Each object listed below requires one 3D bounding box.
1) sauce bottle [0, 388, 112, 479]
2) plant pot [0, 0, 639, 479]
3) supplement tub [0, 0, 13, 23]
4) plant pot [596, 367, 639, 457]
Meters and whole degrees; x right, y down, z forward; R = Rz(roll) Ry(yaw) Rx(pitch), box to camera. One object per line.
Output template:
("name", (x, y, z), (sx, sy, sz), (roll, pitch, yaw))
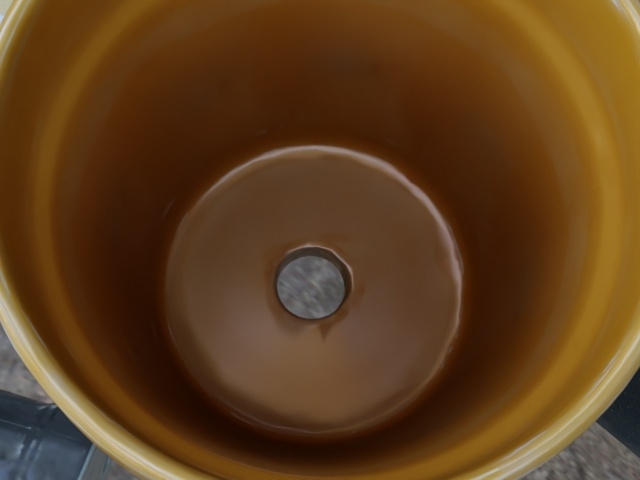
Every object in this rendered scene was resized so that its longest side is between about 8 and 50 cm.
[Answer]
("sauce bottle", (-0.262, 0.059, 0.718), (0.344, 0.111, 0.111), (16, 79, 5))
("plant pot", (0.000, 0.000, 0.552), (0.205, 0.188, 0.205), (1, 75, -2))
("supplement tub", (-0.086, -0.135, 0.729), (0.228, 0.228, 0.316), (23, 88, 25))
("plant pot", (0.211, 0.020, 0.876), (0.187, 0.188, 0.167), (39, 120, -9))
